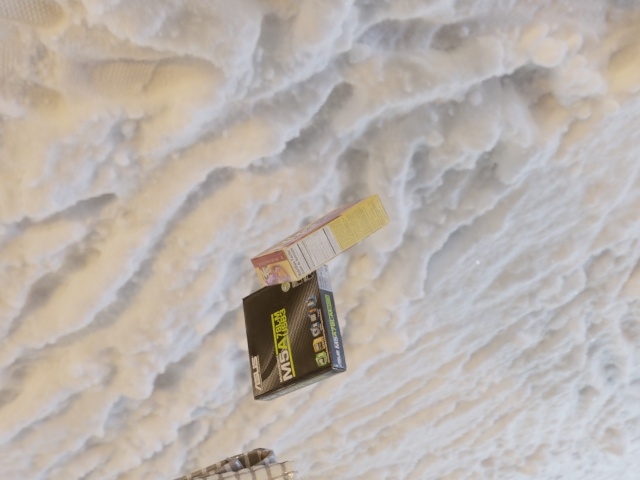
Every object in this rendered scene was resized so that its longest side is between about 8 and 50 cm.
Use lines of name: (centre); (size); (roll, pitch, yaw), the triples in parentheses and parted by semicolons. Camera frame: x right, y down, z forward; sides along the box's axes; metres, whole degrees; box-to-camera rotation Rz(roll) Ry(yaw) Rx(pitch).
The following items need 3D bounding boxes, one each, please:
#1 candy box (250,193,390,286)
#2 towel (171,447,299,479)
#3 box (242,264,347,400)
candy box: (0.000, 0.000, 0.952); (0.187, 0.053, 0.109); (-30, -172, -31)
towel: (-0.122, 0.392, 0.718); (0.235, 0.283, 0.121); (-13, -179, -14)
box: (-0.050, 0.156, 1.093); (0.184, 0.190, 0.045); (-27, 150, 31)
